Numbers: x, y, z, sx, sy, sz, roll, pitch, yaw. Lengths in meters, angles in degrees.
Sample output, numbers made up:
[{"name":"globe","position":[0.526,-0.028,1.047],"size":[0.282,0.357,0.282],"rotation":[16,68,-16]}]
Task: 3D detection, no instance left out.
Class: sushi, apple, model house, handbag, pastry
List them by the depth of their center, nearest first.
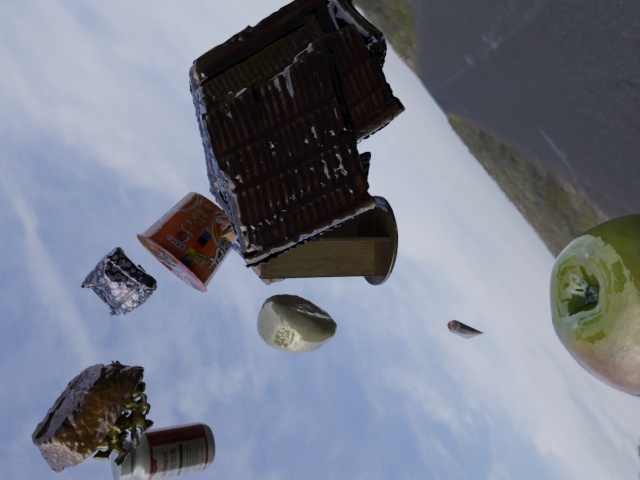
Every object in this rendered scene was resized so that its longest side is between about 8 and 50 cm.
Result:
[{"name":"model house","position":[-0.013,-0.116,0.746],"size":[0.283,0.317,0.297],"rotation":[58,174,38]},{"name":"apple","position":[0.590,0.119,1.021],"size":[0.304,0.339,0.339],"rotation":[18,-148,-22]},{"name":"pastry","position":[-0.048,0.163,1.076],"size":[0.156,0.092,0.156],"rotation":[13,-168,-3]},{"name":"sushi","position":[-0.499,0.397,1.235],"size":[0.179,0.296,0.166],"rotation":[49,159,-28]},{"name":"handbag","position":[-0.670,0.143,1.874],"size":[0.208,0.228,0.127],"rotation":[44,-151,-14]}]

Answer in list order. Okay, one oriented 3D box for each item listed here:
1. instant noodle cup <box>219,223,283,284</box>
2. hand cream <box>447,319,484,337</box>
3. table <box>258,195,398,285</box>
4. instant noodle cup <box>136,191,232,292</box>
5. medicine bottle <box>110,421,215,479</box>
[{"name":"instant noodle cup","position":[-0.116,-0.006,1.373],"size":[0.172,0.215,0.216],"rotation":[57,-163,-14]},{"name":"hand cream","position":[0.482,0.302,1.859],"size":[0.209,0.067,0.043],"rotation":[28,-138,-49]},{"name":"table","position":[0.000,0.000,0.994],"size":[0.226,0.167,0.167],"rotation":[0,-137,-20]},{"name":"instant noodle cup","position":[-0.359,-0.003,1.571],"size":[0.250,0.192,0.250],"rotation":[33,159,14]},{"name":"medicine bottle","position":[-0.413,0.561,1.468],"size":[0.250,0.131,0.131],"rotation":[2,-132,-34]}]
